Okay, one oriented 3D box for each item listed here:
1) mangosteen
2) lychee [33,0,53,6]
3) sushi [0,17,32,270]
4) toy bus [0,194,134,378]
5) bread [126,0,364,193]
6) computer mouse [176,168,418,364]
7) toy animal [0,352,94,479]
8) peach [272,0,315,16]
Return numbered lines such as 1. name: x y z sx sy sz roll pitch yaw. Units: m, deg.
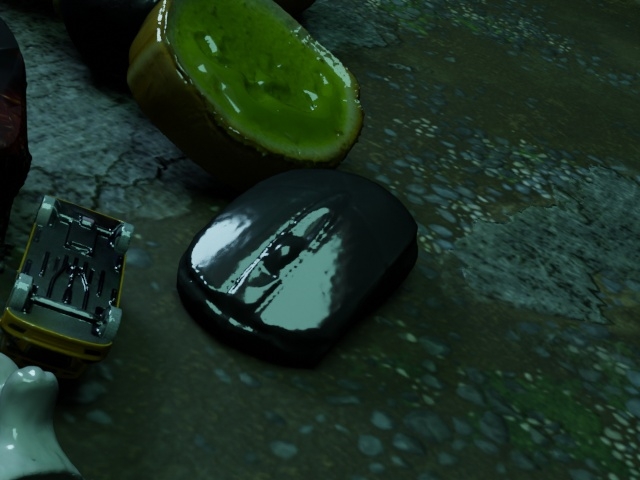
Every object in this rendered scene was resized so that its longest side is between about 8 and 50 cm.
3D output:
1. mangosteen: -0.197 -0.235 1.127 0.152 0.153 0.152 16 29 -9
2. lychee: -0.282 -0.408 1.228 0.275 0.304 0.276 12 -5 1
3. sushi: -0.282 -0.079 0.818 0.136 0.126 0.225 11 36 -21
4. toy bus: -0.171 0.035 0.737 0.069 0.074 0.162 21 25 -15
5. bread: -0.064 -0.143 1.036 0.236 0.070 0.236 26 43 -26
6. computer mouse: 0.000 0.000 0.899 0.137 0.086 0.269 30 31 17
7. toy animal: -0.214 0.080 0.584 0.103 0.131 0.220 -23 46 -33
8. peach: -0.105 -0.372 1.407 0.251 0.153 0.251 22 25 -11
